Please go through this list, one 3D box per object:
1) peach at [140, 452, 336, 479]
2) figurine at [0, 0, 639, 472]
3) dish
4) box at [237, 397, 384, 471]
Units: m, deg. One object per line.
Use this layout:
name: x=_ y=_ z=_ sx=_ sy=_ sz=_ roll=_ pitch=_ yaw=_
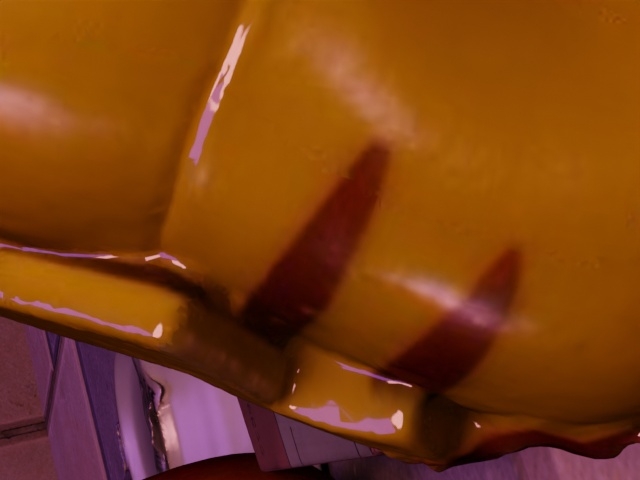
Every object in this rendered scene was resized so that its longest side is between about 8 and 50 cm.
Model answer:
peach: x=-0.056 y=0.250 z=0.794 sx=0.275 sy=0.248 sz=0.245 roll=95 pitch=-166 yaw=-72
figurine: x=-0.022 y=-0.039 z=0.379 sx=0.218 sy=0.326 sz=0.169 roll=118 pitch=174 yaw=-60
dish: x=-0.094 y=0.149 z=1.012 sx=0.316 sy=0.106 sz=0.316 roll=170 pitch=90 yaw=-71
box: x=0.000 y=0.000 z=0.661 sx=0.215 sy=0.086 sz=0.215 roll=144 pitch=110 yaw=-70
